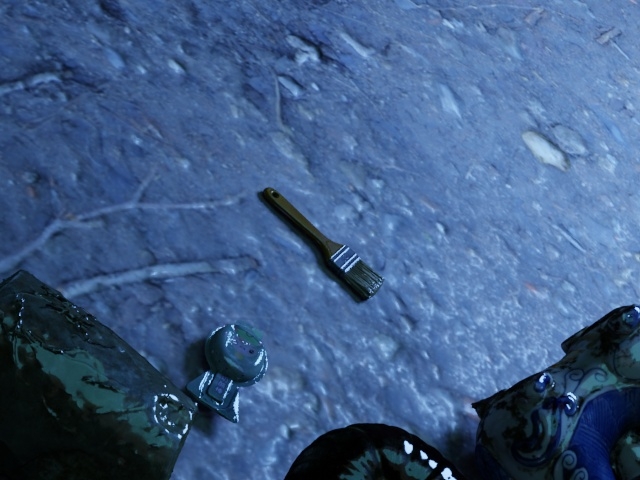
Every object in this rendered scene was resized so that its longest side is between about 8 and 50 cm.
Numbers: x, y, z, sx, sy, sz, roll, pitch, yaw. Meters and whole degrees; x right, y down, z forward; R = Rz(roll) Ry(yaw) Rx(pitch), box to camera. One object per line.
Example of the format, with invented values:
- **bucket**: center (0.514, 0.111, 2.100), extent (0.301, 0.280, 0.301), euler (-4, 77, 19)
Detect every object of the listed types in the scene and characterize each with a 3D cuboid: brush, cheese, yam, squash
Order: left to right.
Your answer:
- **yam**: center (-0.215, 0.129, 1.070), extent (0.254, 0.154, 0.154), euler (35, 38, -2)
- **cheese**: center (-0.086, 0.120, 1.273), extent (0.067, 0.026, 0.121), euler (34, 39, -7)
- **brush**: center (0.000, 0.000, 1.472), extent (0.170, 0.014, 0.043), euler (42, 39, 5)
- **squash**: center (0.054, 0.251, 1.163), extent (0.193, 0.156, 0.193), euler (7, 32, -5)

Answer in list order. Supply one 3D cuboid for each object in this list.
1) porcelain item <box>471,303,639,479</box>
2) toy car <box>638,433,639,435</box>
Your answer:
- **porcelain item**: center (0.294, 0.191, 1.391), extent (0.288, 0.138, 0.186), euler (-32, 85, -28)
- **toy car**: center (0.465, 0.183, 1.534), extent (0.188, 0.190, 0.255), euler (21, 40, -21)
